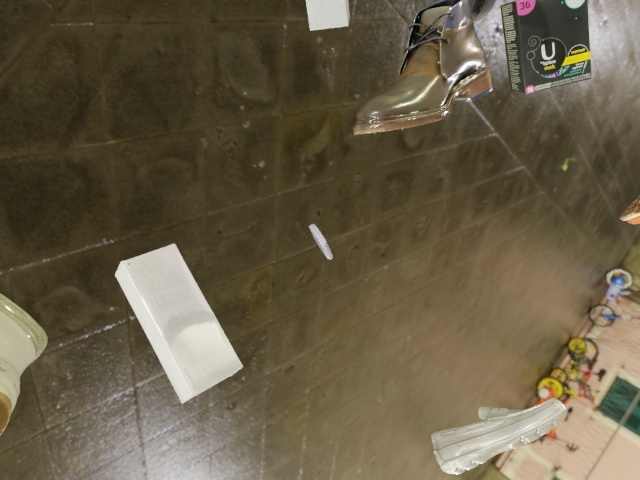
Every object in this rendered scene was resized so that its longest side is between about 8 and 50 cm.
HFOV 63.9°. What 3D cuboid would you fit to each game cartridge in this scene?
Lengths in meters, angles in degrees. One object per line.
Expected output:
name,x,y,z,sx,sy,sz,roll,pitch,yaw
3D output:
game cartridge,0.000,0.000,1.121,0.017,0.083,0.056,-31,129,-2

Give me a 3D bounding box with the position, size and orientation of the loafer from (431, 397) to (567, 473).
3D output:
loafer,0.407,0.434,1.195,0.319,0.111,0.112,-29,142,11

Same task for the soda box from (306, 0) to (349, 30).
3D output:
soda box,0.005,-0.644,1.177,0.091,0.098,0.286,-82,166,-50

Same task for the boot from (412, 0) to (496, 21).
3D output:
boot,0.224,-0.384,0.691,0.222,0.338,0.118,1,135,-15

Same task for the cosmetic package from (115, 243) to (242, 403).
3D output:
cosmetic package,-0.233,0.131,0.836,0.099,0.239,0.060,-21,166,-42

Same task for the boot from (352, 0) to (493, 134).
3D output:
boot,0.095,-0.175,0.505,0.219,0.082,0.106,-34,117,-41

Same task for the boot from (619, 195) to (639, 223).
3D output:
boot,0.542,-0.037,0.810,0.059,0.084,0.158,-50,176,0

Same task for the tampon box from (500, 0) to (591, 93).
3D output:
tampon box,0.411,-0.366,0.939,0.120,0.101,0.161,-13,109,7

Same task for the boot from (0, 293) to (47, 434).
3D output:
boot,-0.343,0.075,0.417,0.213,0.165,0.077,30,94,-20
